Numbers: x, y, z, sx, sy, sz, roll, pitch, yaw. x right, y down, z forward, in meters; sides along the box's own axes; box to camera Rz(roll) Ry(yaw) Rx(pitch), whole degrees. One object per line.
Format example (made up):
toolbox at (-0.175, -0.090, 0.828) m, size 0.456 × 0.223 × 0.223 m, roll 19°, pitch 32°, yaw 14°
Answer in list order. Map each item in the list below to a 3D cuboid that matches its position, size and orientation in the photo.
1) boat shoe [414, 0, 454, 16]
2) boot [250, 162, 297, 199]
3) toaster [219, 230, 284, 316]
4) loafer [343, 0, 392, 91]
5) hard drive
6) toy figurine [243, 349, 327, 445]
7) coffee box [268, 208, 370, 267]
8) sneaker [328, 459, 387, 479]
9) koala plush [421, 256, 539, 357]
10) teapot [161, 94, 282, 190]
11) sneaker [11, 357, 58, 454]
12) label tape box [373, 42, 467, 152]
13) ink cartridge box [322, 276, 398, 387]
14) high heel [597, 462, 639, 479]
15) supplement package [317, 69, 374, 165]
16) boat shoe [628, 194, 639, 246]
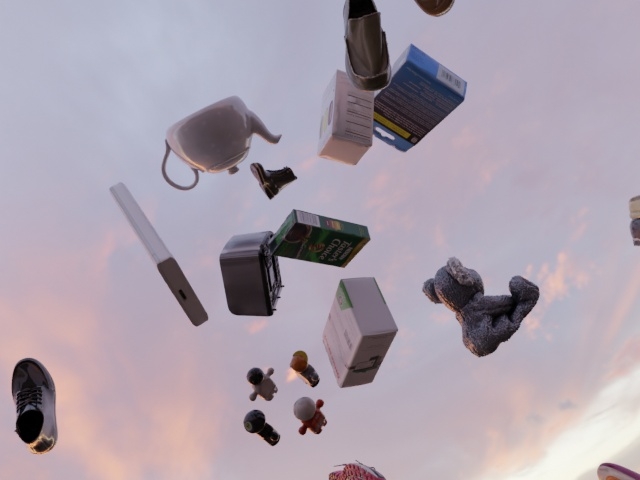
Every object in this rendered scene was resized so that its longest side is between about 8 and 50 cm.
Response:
boat shoe at (0.269, -0.694, 1.249) m, size 0.123 × 0.342 × 0.123 m, roll -29°, pitch -21°, yaw 33°
boot at (-0.166, -0.245, 1.811) m, size 0.137 × 0.077 × 0.198 m, roll -36°, pitch -25°, yaw -6°
toaster at (-0.158, 0.070, 1.191) m, size 0.110 × 0.168 × 0.186 m, roll -5°, pitch -70°, yaw 5°
loafer at (0.085, -0.413, 1.025) m, size 0.094 × 0.251 × 0.087 m, roll -13°, pitch -24°, yaw 5°
hard drive at (-0.401, 0.029, 1.243) m, size 0.047 × 0.353 × 0.233 m, roll -32°, pitch -43°, yaw -16°
toy figurine at (-0.098, 0.419, 1.343) m, size 0.212 × 0.210 × 0.148 m, roll -17°, pitch -43°, yaw 10°
coffee box at (0.000, 0.000, 1.043) m, size 0.184 × 0.041 × 0.113 m, roll 12°, pitch -43°, yaw -31°
sneaker at (0.116, 0.663, 1.390) m, size 0.111 × 0.121 × 0.299 m, roll -7°, pitch -19°, yaw -21°
koala plush at (0.362, 0.141, 1.217) m, size 0.203 × 0.221 × 0.196 m, roll -45°, pitch -6°, yaw -29°
teapot at (-0.285, -0.263, 1.378) m, size 0.256 × 0.187 × 0.252 m, roll -10°, pitch 21°, yaw 45°
sneaker at (-0.628, 0.345, 1.102) m, size 0.083 × 0.222 × 0.118 m, roll -17°, pitch -25°, yaw -26°
label tape box at (0.313, -0.494, 1.814) m, size 0.249 × 0.115 × 0.347 m, roll 28°, pitch -33°, yaw -15°
ink cartridge box at (0.084, 0.217, 1.180) m, size 0.092 × 0.160 × 0.220 m, roll -4°, pitch -44°, yaw -19°
high heel at (0.843, 0.626, 1.152) m, size 0.181 × 0.377 × 0.127 m, roll -18°, pitch -47°, yaw -38°
supplement package at (0.080, -0.380, 1.576) m, size 0.133 × 0.244 × 0.139 m, roll 12°, pitch -25°, yaw -16°
boat shoe at (0.270, 0.022, 0.277) m, size 0.223 × 0.080 × 0.074 m, roll 11°, pitch -90°, yaw -14°
